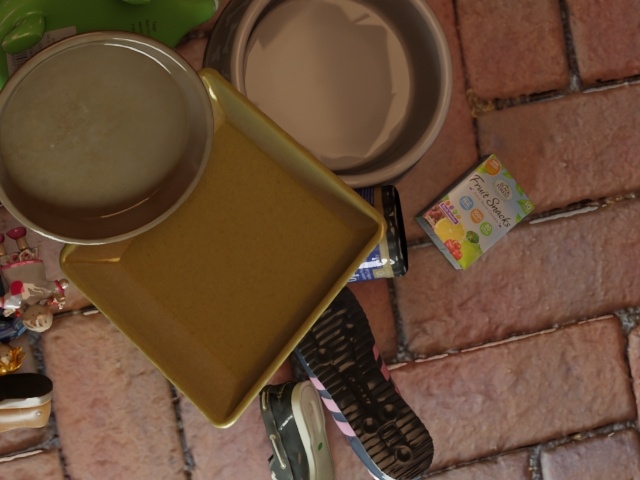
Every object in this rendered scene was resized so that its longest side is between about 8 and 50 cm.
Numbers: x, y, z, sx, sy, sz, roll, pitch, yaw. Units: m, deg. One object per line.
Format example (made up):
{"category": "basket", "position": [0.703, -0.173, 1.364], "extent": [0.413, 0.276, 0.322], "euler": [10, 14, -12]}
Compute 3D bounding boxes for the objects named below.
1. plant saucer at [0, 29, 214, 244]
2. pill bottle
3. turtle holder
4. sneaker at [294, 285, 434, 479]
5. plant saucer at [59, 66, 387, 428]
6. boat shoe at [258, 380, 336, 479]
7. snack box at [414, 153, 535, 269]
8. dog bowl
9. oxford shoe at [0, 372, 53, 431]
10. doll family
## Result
{"category": "plant saucer", "position": [-0.264, -0.124, 1.593], "extent": [0.278, 0.041, 0.277], "euler": [-12, 123, -19]}
{"category": "pill bottle", "position": [0.000, 0.000, 1.759], "extent": [0.219, 0.123, 0.122], "euler": [-8, 91, 7]}
{"category": "turtle holder", "position": [-0.286, -0.310, 1.649], "extent": [0.320, 0.243, 0.227], "euler": [-33, 59, 7]}
{"category": "sneaker", "position": [0.040, 0.194, 1.805], "extent": [0.112, 0.131, 0.319], "euler": [-23, 72, -12]}
{"category": "plant saucer", "position": [-0.119, 0.008, 1.685], "extent": [0.333, 0.081, 0.333], "euler": [42, 100, 19]}
{"category": "boat shoe", "position": [-0.029, 0.303, 1.805], "extent": [0.079, 0.084, 0.233], "euler": [-7, 100, 23]}
{"category": "snack box", "position": [0.218, -0.040, 1.883], "extent": [0.141, 0.037, 0.100], "euler": [-40, 100, -12]}
{"category": "dog bowl", "position": [0.020, -0.220, 1.802], "extent": [0.349, 0.102, 0.348], "euler": [0, 90, -15]}
{"category": "oxford shoe", "position": [-0.448, 0.215, 1.691], "extent": [0.212, 0.076, 0.076], "euler": [3, 121, -8]}
{"category": "doll family", "position": [-0.447, 0.099, 1.676], "extent": [0.263, 0.118, 0.163], "euler": [-17, 76, -19]}
